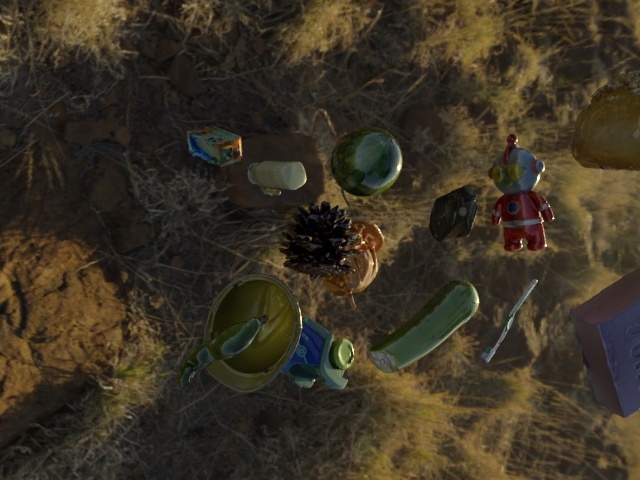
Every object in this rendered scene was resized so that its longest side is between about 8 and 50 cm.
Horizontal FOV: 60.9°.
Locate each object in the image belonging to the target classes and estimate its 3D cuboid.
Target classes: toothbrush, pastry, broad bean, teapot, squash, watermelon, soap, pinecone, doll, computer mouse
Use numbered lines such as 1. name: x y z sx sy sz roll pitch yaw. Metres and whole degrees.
1. toothbrush: 0.596 0.251 1.711 0.030 0.030 0.303 33 91 -41
2. pastry: 0.632 -0.218 0.991 0.284 0.316 0.184 -35 127 -74
3. broad bean: -0.193 0.210 1.067 0.214 0.070 0.048 -38 128 -8
4. teapot: -0.131 -0.184 1.632 0.077 0.200 0.107 -36 120 -32
5. squash: 0.202 0.160 1.023 0.250 0.083 0.083 -35 115 -20
6. watermelon: 0.116 -0.205 1.468 0.188 0.215 0.187 21 49 -26
7. soap: 0.774 0.233 1.326 0.286 0.107 0.296 -31 112 -12
8. pinecone: 0.000 0.000 1.269 0.208 0.208 0.207 2 88 -46
9. doll: 0.410 -0.099 1.129 0.076 0.142 0.244 -15 99 -39
10. computer mouse: 0.302 -0.055 1.205 0.062 0.192 0.105 5 72 -16

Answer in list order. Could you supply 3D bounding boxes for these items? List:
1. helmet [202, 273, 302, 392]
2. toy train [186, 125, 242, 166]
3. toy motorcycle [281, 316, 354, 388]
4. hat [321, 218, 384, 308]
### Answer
1. helmet: -0.134 0.193 1.207 0.256 0.205 0.140 -64 168 6
2. toy train: -0.288 -0.259 1.499 0.099 0.188 0.072 -22 125 -39
3. toy motorcycle: -0.067 0.343 1.664 0.326 0.191 0.199 43 52 -33
4. hat: 0.100 0.096 1.660 0.234 0.244 0.233 14 57 -26
